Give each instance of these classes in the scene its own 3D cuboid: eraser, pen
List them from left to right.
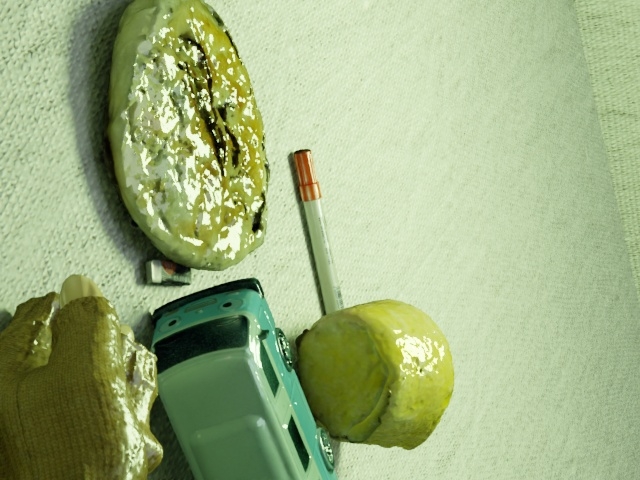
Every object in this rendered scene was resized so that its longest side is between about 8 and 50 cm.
[{"bbox_3d":[-0.161,0.035,1.852,0.099,0.019,0.027,8,75,-65],"label":"eraser"},{"bbox_3d":[0.000,0.000,2.230,0.028,0.028,0.239,-34,114,-65],"label":"pen"}]

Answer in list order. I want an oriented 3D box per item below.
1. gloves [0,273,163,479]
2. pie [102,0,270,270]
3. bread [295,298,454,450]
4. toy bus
[{"bbox_3d":[-0.219,0.170,1.484,0.356,0.155,0.203,-92,-179,-52],"label":"gloves"},{"bbox_3d":[-0.136,-0.122,1.887,0.339,0.077,0.339,-8,90,-67],"label":"pie"},{"bbox_3d":[0.066,0.171,2.157,0.170,0.197,0.197,-2,84,-54],"label":"bread"},{"bbox_3d":[-0.079,0.194,1.794,0.165,0.133,0.271,-83,153,-70],"label":"toy bus"}]
